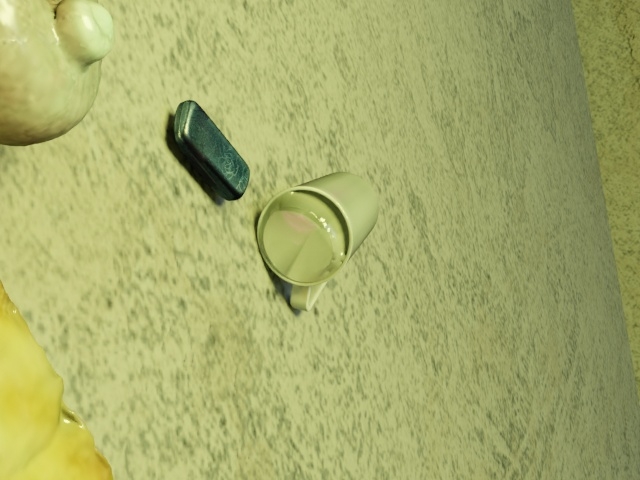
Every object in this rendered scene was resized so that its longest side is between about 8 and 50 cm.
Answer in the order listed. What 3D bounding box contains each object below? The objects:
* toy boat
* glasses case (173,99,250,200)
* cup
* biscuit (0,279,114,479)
[{"bbox_3d":[-0.150,-0.154,0.564,0.155,0.085,0.228,57,20,-65],"label":"toy boat"},{"bbox_3d":[-0.079,-0.060,0.803,0.083,0.023,0.034,50,45,-44],"label":"glasses case"},{"bbox_3d":[0.000,0.000,0.910,0.116,0.074,0.104,-38,138,-69],"label":"cup"},{"bbox_3d":[-0.180,0.046,0.499,0.154,0.045,0.299,-65,138,-58],"label":"biscuit"}]
